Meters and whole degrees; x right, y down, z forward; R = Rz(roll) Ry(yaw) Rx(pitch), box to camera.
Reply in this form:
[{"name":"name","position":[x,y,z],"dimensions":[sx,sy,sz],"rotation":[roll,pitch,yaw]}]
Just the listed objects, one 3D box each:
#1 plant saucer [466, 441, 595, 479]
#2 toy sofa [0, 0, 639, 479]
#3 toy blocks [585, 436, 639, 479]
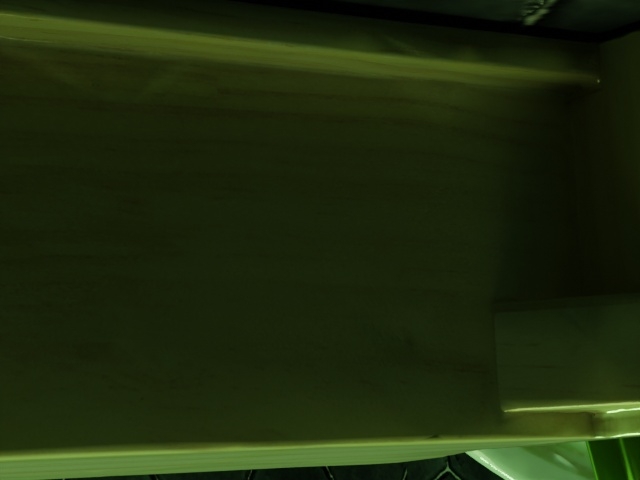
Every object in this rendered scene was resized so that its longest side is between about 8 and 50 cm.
[{"name":"plant saucer","position":[0.216,0.083,1.119],"dimensions":[0.400,0.100,0.400],"rotation":[25,155,13]},{"name":"toy sofa","position":[-0.058,0.002,0.584],"dimensions":[0.363,0.150,0.177],"rotation":[2,170,-31]},{"name":"toy blocks","position":[0.290,-0.004,0.641],"dimensions":[0.381,0.190,0.261],"rotation":[-12,164,0]}]
